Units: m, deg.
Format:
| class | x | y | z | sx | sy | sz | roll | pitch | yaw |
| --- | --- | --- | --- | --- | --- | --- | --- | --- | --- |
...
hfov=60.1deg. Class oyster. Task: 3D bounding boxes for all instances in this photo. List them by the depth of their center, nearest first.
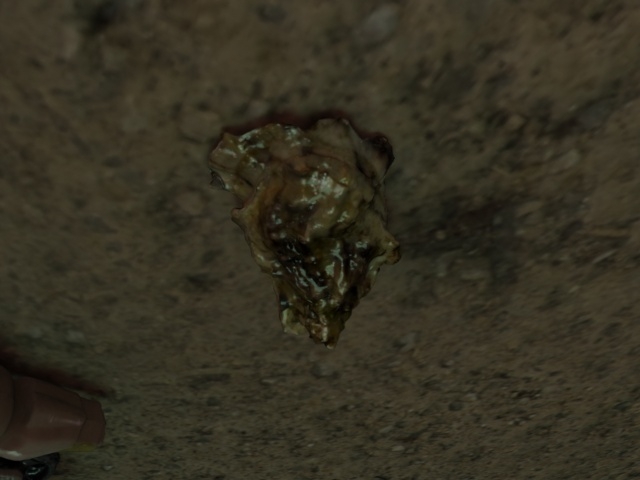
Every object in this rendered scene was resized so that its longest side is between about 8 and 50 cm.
| class | x | y | z | sx | sy | sz | roll | pitch | yaw |
| --- | --- | --- | --- | --- | --- | --- | --- | --- | --- |
| oyster | 0.002 | -0.002 | 0.342 | 0.108 | 0.053 | 0.165 | -19 | 131 | 1 |

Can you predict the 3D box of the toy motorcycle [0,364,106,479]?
| class | x | y | z | sx | sy | sz | roll | pitch | yaw |
| --- | --- | --- | --- | --- | --- | --- | --- | --- | --- |
| toy motorcycle | -0.334 | 0.128 | 0.417 | 0.223 | 0.108 | 0.341 | -38 | 135 | 21 |
